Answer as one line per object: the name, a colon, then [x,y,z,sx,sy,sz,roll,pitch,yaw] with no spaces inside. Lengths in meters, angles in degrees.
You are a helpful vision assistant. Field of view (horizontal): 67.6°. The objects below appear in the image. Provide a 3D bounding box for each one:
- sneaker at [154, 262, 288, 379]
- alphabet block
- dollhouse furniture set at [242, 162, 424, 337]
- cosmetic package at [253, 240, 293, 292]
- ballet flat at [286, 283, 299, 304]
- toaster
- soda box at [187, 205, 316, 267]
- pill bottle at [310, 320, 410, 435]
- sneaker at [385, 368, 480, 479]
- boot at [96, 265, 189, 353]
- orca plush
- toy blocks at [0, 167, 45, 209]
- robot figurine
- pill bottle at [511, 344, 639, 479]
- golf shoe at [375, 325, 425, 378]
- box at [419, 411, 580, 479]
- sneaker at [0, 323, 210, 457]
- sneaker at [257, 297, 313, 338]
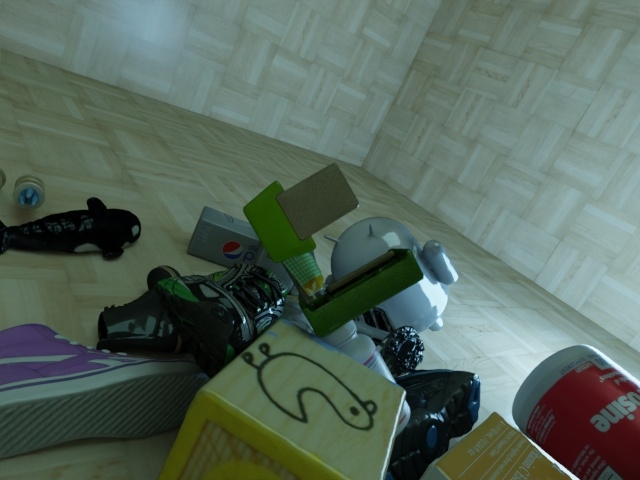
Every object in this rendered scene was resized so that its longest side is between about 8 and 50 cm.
sneaker: [-0.120,0.079,0.648,0.134,0.146,0.343,58,-7,-2]
alphabet block: [-0.040,0.234,0.525,0.192,0.193,0.197,27,18,10]
dollhouse furniture set: [0.000,0.000,0.716,0.197,0.151,0.301,60,-5,-2]
cosmetic package: [-0.079,0.007,0.988,0.085,0.117,0.231,22,29,-11]
ballet flat: [-0.077,0.106,1.031,0.232,0.073,0.080,10,22,-42]
toaster: [0.052,0.181,0.938,0.168,0.110,0.185,22,18,-14]
soda box: [-0.158,0.021,1.130,0.286,0.091,0.098,21,18,-14]
pill bottle: [0.048,0.184,0.642,0.160,0.087,0.087,61,17,-6]
sneaker: [0.141,0.299,0.772,0.139,0.125,0.341,3,6,37]
boot: [-0.291,0.100,0.765,0.137,0.077,0.198,7,24,-34]
orca plush: [-0.455,-0.046,0.894,0.287,0.102,0.151,6,26,-47]
toy blocks: [-0.584,-0.097,0.893,0.123,0.054,0.148,14,8,-33]
robot figurine: [0.159,0.084,1.095,0.353,0.300,0.200,45,35,-32]
pill bottle: [0.562,0.394,0.838,0.229,0.229,0.407,14,21,-33]
golf shoe: [0.102,0.209,0.819,0.198,0.094,0.077,-24,86,-44]
box: [0.263,0.394,0.525,0.345,0.168,0.215,37,21,31]
sneaker: [-0.275,0.155,0.584,0.282,0.102,0.161,11,19,-41]
sneaker: [-0.051,0.170,0.758,0.152,0.114,0.305,44,1,-43]
